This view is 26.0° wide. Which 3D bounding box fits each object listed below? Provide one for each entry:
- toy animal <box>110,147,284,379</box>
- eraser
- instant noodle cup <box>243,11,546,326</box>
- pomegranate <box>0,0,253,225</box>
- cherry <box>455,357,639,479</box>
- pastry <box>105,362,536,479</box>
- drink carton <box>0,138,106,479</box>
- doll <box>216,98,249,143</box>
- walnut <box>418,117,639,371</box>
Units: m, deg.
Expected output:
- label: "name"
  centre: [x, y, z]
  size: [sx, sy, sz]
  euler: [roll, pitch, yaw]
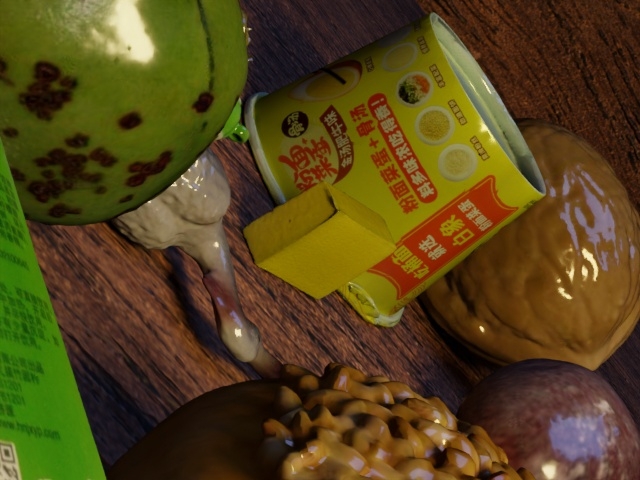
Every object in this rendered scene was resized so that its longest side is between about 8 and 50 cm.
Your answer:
- label: "toy animal"
  centre: [-0.112, -0.038, 1.038]
  size: [0.324, 0.090, 0.195]
  euler: [61, 10, 12]
- label: "eraser"
  centre: [0.000, 0.000, 1.292]
  size: [0.122, 0.097, 0.045]
  euler: [30, 32, -55]
- label: "instant noodle cup"
  centre: [0.091, -0.087, 1.498]
  size: [0.311, 0.221, 0.311]
  euler: [50, 18, -23]
- label: "pomegranate"
  centre: [-0.171, -0.132, 0.796]
  size: [0.270, 0.254, 0.254]
  euler: [11, 31, -9]
- label: "cherry"
  centre: [0.236, 0.224, 1.429]
  size: [0.266, 0.183, 0.213]
  euler: [-2, 51, -54]
- label: "pastry"
  centre: [0.041, 0.251, 0.684]
  size: [0.409, 0.245, 0.410]
  euler: [49, 20, -25]
- label: "drink carton"
  centre: [-0.192, 0.035, 0.534]
  size: [0.108, 0.161, 0.271]
  euler: [29, 34, -59]
- label: "doll"
  centre: [-0.123, -0.143, 1.173]
  size: [0.190, 0.115, 0.050]
  euler: [47, 53, -37]
- label: "walnut"
  centre: [0.258, 0.018, 1.697]
  size: [0.333, 0.332, 0.333]
  euler: [51, 17, -23]
